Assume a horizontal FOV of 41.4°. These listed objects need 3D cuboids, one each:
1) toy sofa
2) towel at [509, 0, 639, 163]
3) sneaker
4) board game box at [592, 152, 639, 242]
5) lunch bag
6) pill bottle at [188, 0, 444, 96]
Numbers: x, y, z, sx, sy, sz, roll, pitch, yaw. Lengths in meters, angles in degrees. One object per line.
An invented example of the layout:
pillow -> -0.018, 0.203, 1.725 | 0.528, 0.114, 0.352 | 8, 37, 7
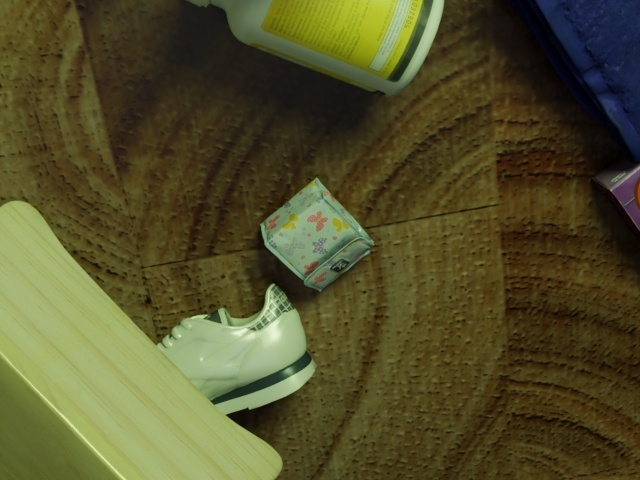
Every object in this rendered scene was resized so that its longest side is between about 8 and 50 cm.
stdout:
toy sofa -> -0.217, 0.151, 0.681 | 0.362, 0.177, 0.150 | 44, 123, 3
towel -> 0.315, -0.238, 0.689 | 0.308, 0.076, 0.227 | -39, 119, 8
sneaker -> -0.125, 0.119, 0.773 | 0.235, 0.090, 0.094 | -22, 99, -1
board game box -> 0.449, -0.090, 0.778 | 0.347, 0.056, 0.208 | -40, 107, 9
lunch bag -> 0.000, 0.000, 0.749 | 0.071, 0.053, 0.083 | -38, 121, 9
pill bottle -> -0.008, -0.186, 0.643 | 0.184, 0.103, 0.103 | 19, 108, -15
